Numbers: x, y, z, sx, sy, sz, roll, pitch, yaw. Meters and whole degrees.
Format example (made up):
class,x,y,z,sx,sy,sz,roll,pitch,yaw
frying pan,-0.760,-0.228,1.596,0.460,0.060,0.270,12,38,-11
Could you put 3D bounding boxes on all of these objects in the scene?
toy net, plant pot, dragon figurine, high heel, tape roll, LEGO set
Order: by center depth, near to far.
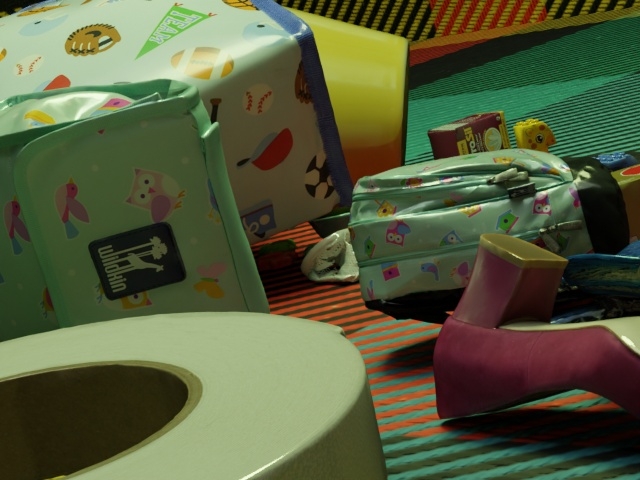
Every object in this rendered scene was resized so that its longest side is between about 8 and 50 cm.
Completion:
class,x,y,z,sx,sy,sz,roll,pitch,yaw
tape roll,-0.156,0.132,1.014,0.392,0.072,0.392,-12,14,3
high heel,0.148,0.089,1.034,0.082,0.117,0.244,1,20,-42
dragon figurine,0.196,0.036,1.110,0.144,0.085,0.289,-19,7,-21
LEGO set,0.218,-0.063,1.627,0.227,0.093,0.087,-17,10,-22
toy net,0.000,0.000,1.705,0.122,0.045,0.232,-13,10,-2
plant pot,-0.027,-0.141,2.026,0.239,0.254,0.254,3,11,5

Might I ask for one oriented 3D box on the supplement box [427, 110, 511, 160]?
class,x,y,z,sx,sy,sz,roll,pitch,yaw
supplement box,0.162,-0.104,2.047,0.083,0.055,0.043,-23,14,-40

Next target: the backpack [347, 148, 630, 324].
class,x,y,z,sx,sy,sz,roll,pitch,yaw
backpack,0.111,-0.004,1.302,0.182,0.115,0.152,-8,-7,0

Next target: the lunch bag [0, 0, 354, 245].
class,x,y,z,sx,sy,sz,roll,pitch,yaw
lunch bag,-0.199,-0.116,1.742,0.328,0.239,0.385,-25,39,-16

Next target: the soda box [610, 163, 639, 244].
class,x,y,z,sx,sy,sz,roll,pitch,yaw
soda box,0.290,-0.038,1.494,0.181,0.058,0.061,-16,10,-16

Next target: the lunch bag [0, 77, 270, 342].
class,x,y,z,sx,sy,sz,roll,pitch,yaw
lunch bag,-0.159,0.001,1.390,0.262,0.223,0.160,-3,20,41
